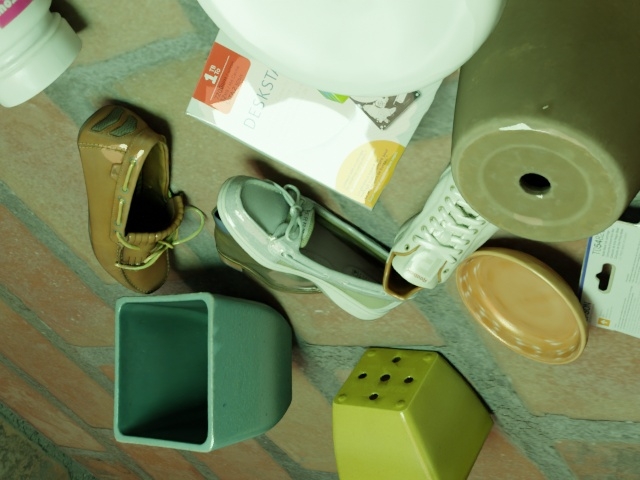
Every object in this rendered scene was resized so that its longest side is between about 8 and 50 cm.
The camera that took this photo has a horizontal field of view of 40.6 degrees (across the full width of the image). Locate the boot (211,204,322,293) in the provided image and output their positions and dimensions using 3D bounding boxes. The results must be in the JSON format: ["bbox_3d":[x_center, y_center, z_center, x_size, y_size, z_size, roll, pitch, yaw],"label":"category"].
[{"bbox_3d":[-0.073,0.012,1.313,0.219,0.082,0.106,16,148,21],"label":"boot"}]

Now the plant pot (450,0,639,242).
[{"bbox_3d":[0.223,-0.126,0.784,0.263,0.229,0.263,18,147,13],"label":"plant pot"}]

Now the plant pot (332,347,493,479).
[{"bbox_3d":[0.138,0.298,1.457,0.212,0.212,0.187,-1,124,36],"label":"plant pot"}]

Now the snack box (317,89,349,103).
[{"bbox_3d":[0.003,-0.261,0.799,0.207,0.174,0.070,43,-179,-21],"label":"snack box"}]

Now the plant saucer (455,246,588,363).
[{"bbox_3d":[0.273,0.082,1.162,0.200,0.037,0.200,35,151,22],"label":"plant saucer"}]

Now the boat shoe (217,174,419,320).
[{"bbox_3d":[0.000,0.003,1.226,0.320,0.118,0.103,37,140,-21],"label":"boat shoe"}]

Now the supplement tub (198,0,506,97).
[{"bbox_3d":[0.057,-0.280,0.609,0.228,0.316,0.228,19,146,13],"label":"supplement tub"}]

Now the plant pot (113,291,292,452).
[{"bbox_3d":[-0.183,0.221,1.508,0.247,0.248,0.252,-5,172,39],"label":"plant pot"}]

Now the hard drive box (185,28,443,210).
[{"bbox_3d":[-0.001,-0.170,0.939,0.232,0.089,0.181,27,115,1],"label":"hard drive box"}]

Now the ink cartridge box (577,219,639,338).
[{"bbox_3d":[0.431,0.054,1.043,0.224,0.045,0.223,17,145,20],"label":"ink cartridge box"}]

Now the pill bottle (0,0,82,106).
[{"bbox_3d":[-0.436,-0.312,1.058,0.160,0.160,0.283,-5,135,40],"label":"pill bottle"}]

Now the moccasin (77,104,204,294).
[{"bbox_3d":[-0.273,-0.041,1.349,0.147,0.139,0.380,27,138,17],"label":"moccasin"}]

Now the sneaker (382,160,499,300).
[{"bbox_3d":[0.164,-0.006,1.085,0.106,0.123,0.290,31,145,-2],"label":"sneaker"}]
